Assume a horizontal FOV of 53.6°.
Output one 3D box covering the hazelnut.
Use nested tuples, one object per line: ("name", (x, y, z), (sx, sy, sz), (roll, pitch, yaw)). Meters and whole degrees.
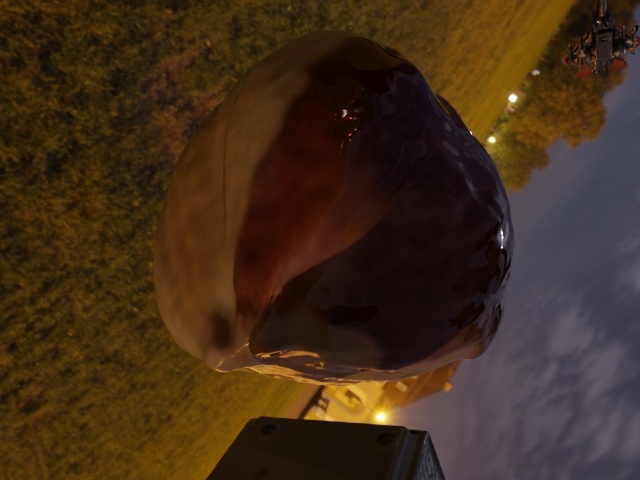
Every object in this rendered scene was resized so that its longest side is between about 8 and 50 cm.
("hazelnut", (0.000, 0.000, 0.433), (0.261, 0.261, 0.241), (118, -3, -51))

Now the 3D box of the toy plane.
("toy plane", (0.468, -0.343, 1.053), (0.189, 0.130, 0.061), (49, 36, -59))

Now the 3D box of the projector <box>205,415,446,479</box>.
("projector", (-0.016, 0.149, 0.291), (0.115, 0.061, 0.147), (-7, -153, 30))
